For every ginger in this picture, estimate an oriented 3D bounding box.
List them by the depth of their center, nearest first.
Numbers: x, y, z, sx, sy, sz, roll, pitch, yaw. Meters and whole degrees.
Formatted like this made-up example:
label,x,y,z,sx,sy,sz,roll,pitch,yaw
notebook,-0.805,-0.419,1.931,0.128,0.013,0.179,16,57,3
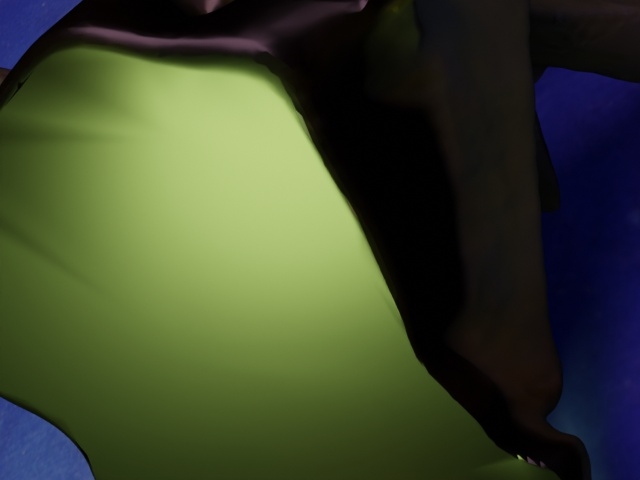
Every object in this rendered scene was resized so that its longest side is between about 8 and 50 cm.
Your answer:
label,x,y,z,sx,sy,sz,roll,pitch,yaw
ginger,0.000,0.000,0.630,0.413,0.358,0.211,-29,15,43
